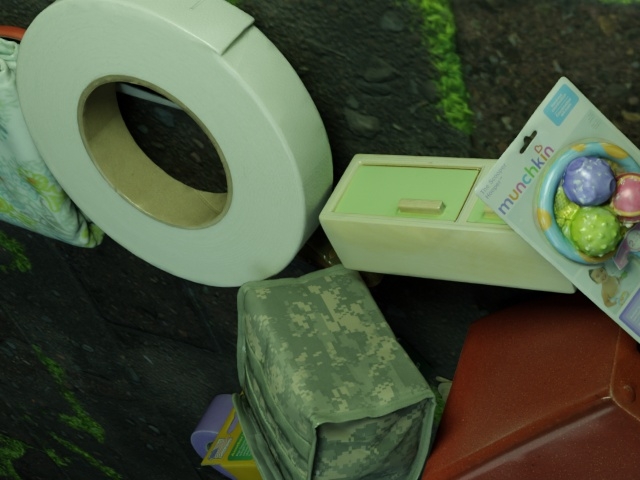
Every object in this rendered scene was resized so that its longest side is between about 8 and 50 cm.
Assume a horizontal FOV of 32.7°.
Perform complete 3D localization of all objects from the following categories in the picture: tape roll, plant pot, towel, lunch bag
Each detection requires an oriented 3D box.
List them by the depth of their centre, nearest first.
[{"bbox_3d":[0.308,0.200,1.183,0.267,0.267,0.236,36,135,-10],"label":"plant pot"},{"bbox_3d":[-0.168,-0.115,1.225,0.392,0.072,0.392,22,139,20],"label":"tape roll"},{"bbox_3d":[0.002,0.211,1.251,0.235,0.169,0.287,-121,27,-46],"label":"lunch bag"},{"bbox_3d":[-0.470,-0.148,1.444,0.320,0.090,0.374,21,150,20],"label":"towel"},{"bbox_3d":[-0.126,0.355,1.905,0.189,0.080,0.189,21,146,15],"label":"tape roll"}]

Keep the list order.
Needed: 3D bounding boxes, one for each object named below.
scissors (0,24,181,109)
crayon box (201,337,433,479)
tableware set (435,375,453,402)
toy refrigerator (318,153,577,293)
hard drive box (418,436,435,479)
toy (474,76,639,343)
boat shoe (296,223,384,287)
[{"bbox_3d":[-0.280,-0.201,1.297,0.297,0.021,0.109,12,142,29],"label":"scissors"},{"bbox_3d":[-0.009,0.255,1.550,0.083,0.203,0.323,45,146,-24],"label":"crayon box"},{"bbox_3d":[0.232,0.249,1.520,0.141,0.020,0.169,12,145,26],"label":"tableware set"},{"bbox_3d":[0.141,-0.025,1.130,0.269,0.102,0.094,6,141,34],"label":"toy refrigerator"},{"bbox_3d":[0.283,0.355,1.534,0.232,0.089,0.181,34,149,-21],"label":"hard drive box"},{"bbox_3d":[0.270,-0.021,0.992,0.237,0.137,0.056,41,172,-20],"label":"toy"},{"bbox_3d":[-0.001,0.000,1.322,0.178,0.064,0.060,34,154,5],"label":"boat shoe"}]
